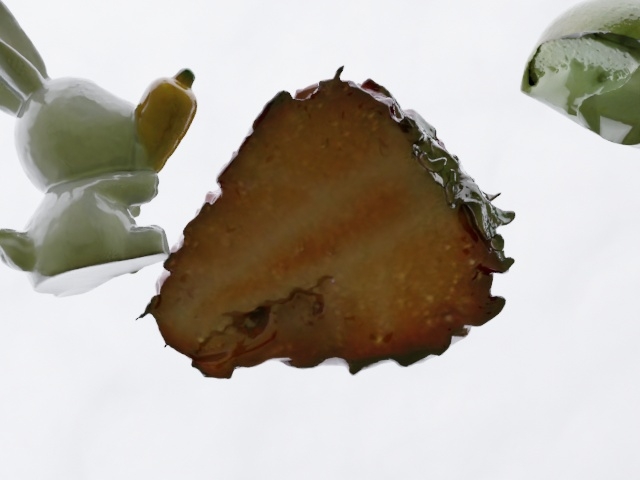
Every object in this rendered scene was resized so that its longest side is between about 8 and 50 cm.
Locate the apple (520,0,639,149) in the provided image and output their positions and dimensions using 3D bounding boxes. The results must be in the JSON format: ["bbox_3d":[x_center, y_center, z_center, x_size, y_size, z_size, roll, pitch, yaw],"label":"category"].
[{"bbox_3d":[0.355,-0.201,1.051,0.188,0.207,0.173,37,-86,21],"label":"apple"}]

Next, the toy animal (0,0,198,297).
[{"bbox_3d":[-0.154,-0.066,0.533,0.127,0.131,0.181,1,-110,-48],"label":"toy animal"}]

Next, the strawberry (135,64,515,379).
[{"bbox_3d":[0.018,0.005,0.763,0.253,0.150,0.280,33,-69,-12],"label":"strawberry"}]
